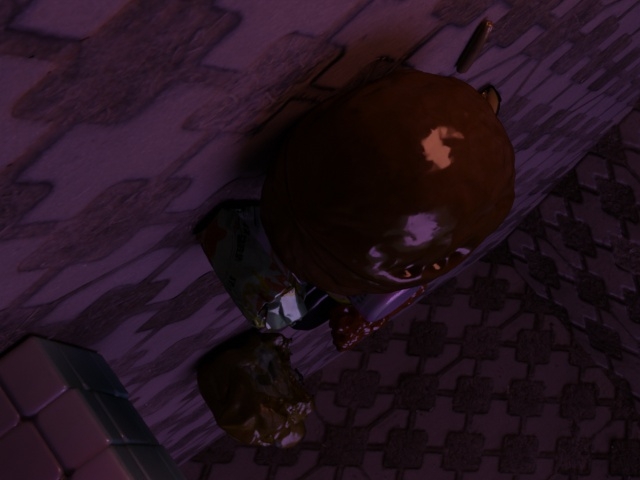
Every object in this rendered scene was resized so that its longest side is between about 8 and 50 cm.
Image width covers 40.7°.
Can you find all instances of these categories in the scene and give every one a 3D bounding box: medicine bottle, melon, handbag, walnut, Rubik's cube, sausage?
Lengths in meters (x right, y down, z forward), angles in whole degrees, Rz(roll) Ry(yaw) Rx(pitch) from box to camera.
[{"bbox_3d":[0.074,0.019,1.661,0.152,0.254,0.152,-36,168,-9],"label":"medicine bottle"},{"bbox_3d":[0.316,-0.240,1.805,0.160,0.079,0.128,-37,160,-12],"label":"melon"},{"bbox_3d":[0.013,0.134,2.230,0.254,0.093,0.308,-39,167,4],"label":"handbag"},{"bbox_3d":[0.101,-0.079,1.284,0.398,0.308,0.354,-23,161,-40],"label":"walnut"},{"bbox_3d":[-0.443,0.378,1.381,0.319,0.316,0.322,-38,168,-4],"label":"Rubik's cube"},{"bbox_3d":[0.267,-0.333,1.494,0.024,0.024,0.132,-32,166,-25],"label":"sausage"}]

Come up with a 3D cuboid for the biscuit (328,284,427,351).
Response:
[{"bbox_3d":[0.152,0.157,2.230,0.318,0.110,0.312,-35,168,-6],"label":"biscuit"}]

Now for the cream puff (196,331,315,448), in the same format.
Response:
[{"bbox_3d":[-0.188,0.402,2.234,0.270,0.323,0.274,-4,139,-27],"label":"cream puff"}]

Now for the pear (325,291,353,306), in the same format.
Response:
[{"bbox_3d":[0.087,0.050,1.966,0.187,0.187,0.219,-48,-174,36],"label":"pear"}]

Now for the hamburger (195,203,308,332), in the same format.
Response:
[{"bbox_3d":[-0.097,0.049,1.431,0.125,0.214,0.235,-28,173,6],"label":"hamburger"}]
